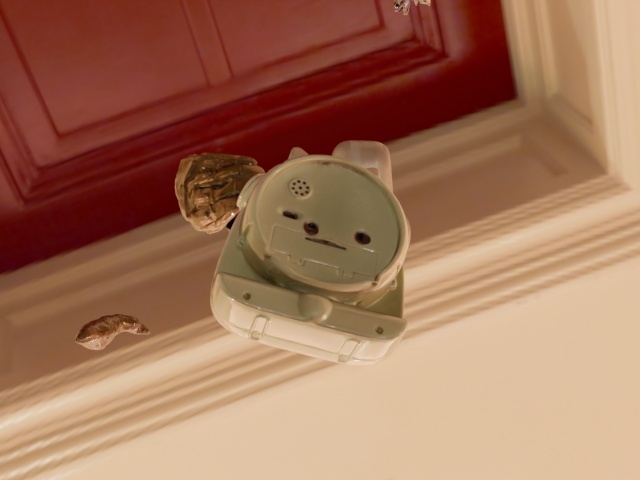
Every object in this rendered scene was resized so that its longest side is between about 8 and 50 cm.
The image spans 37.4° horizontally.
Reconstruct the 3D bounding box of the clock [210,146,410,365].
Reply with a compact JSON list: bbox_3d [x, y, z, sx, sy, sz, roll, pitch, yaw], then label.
[{"bbox_3d":[0.000,0.000,1.315,0.265,0.108,0.324,13,-124,-6],"label":"clock"}]

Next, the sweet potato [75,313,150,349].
[{"bbox_3d":[-0.265,0.112,1.171,0.038,0.041,0.153,-46,167,14],"label":"sweet potato"}]

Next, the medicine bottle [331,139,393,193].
[{"bbox_3d":[0.076,0.007,1.758,0.123,0.375,0.282,-1,180,-1],"label":"medicine bottle"}]

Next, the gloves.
[{"bbox_3d":[-0.202,-0.089,1.780,0.141,0.154,0.331,4,-173,-17],"label":"gloves"}]

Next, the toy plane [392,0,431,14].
[{"bbox_3d":[0.143,-0.443,1.687,0.135,0.188,0.062,42,-107,15],"label":"toy plane"}]
